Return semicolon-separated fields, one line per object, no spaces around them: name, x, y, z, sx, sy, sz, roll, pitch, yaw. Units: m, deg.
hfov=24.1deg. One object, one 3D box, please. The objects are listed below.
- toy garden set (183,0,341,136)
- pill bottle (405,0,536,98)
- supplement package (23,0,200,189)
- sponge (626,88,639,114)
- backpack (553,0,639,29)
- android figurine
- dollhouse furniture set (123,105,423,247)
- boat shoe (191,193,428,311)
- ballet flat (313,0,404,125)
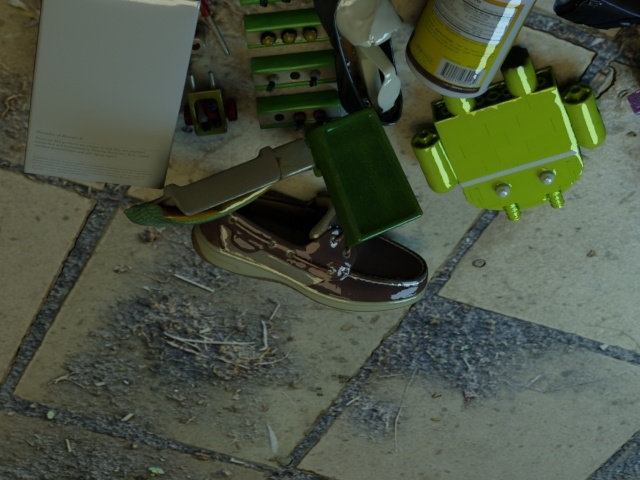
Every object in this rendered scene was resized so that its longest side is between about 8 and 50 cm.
toy garden set;-0.083;-0.224;1.878;0.204;0.049;0.244;-6;136;3
pill bottle;0.189;-0.281;1.785;0.117;0.117;0.215;12;134;-15
supplement package;-0.246;-0.230;1.771;0.175;0.177;0.293;7;136;-10
sponge;0.487;-0.222;1.872;0.210;0.117;0.031;-30;86;25
backpack;0.340;-0.298;1.791;0.105;0.084;0.114;17;173;-15
android figurine;0.251;-0.131;1.990;0.248;0.056;0.273;-15;133;12
dollhouse furniture set;-0.063;-0.034;1.868;0.302;0.151;0.197;-23;-179;-22
boat shoe;0.000;0.000;2.066;0.342;0.123;0.123;17;134;-11
ballet flat;0.059;-0.249;1.822;0.095;0.096;0.280;-35;140;-15
